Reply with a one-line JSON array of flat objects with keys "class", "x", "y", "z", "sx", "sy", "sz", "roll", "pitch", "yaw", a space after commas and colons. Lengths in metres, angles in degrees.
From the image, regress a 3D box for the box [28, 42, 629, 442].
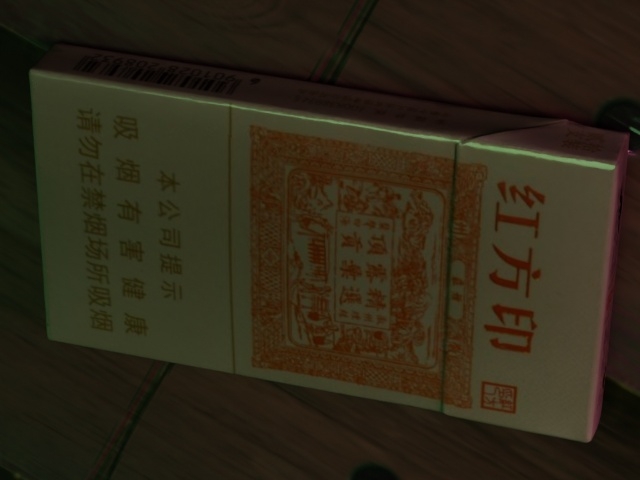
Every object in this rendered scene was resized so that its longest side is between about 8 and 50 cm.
[{"class": "box", "x": 0.000, "y": 0.001, "z": 1.236, "sx": 0.365, "sy": 0.051, "sz": 0.205, "roll": 10, "pitch": 123, "yaw": 14}]
